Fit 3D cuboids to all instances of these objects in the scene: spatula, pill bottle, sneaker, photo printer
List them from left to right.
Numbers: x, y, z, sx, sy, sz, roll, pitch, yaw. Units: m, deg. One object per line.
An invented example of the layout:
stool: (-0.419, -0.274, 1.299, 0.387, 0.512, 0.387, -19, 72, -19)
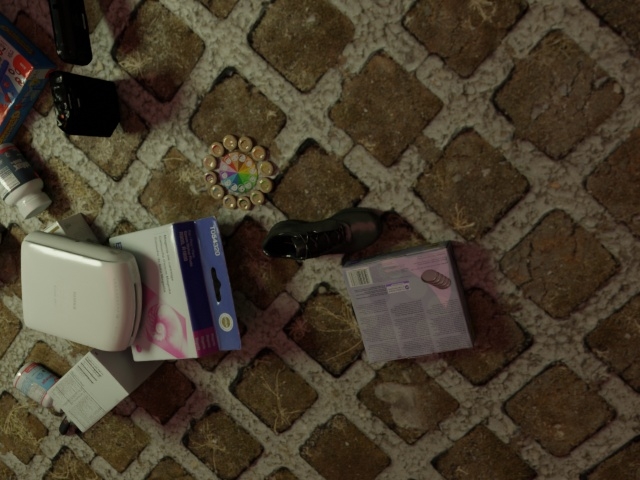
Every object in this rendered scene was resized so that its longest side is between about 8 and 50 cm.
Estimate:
pill bottle: (-0.780, -0.149, 1.724, 0.108, 0.108, 0.180, -35, 95, 24)
pill bottle: (-0.788, 0.422, 1.922, 0.160, 0.087, 0.087, 31, 113, 6)
spatula: (-0.703, 0.496, 1.905, 0.084, 0.030, 0.296, 56, 134, 12)
photo printer: (-0.576, 0.127, 1.638, 0.307, 0.107, 0.256, 13, 110, 17)
sneaker: (0.000, 0.000, 1.516, 0.286, 0.130, 0.109, -12, 101, 19)

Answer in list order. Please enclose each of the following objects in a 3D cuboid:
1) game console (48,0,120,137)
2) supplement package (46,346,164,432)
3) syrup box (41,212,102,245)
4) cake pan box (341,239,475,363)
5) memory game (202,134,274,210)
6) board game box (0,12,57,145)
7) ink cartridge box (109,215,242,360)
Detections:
game console: (-0.545, -0.416, 1.519, 0.043, 0.213, 0.362, -7, 94, 14)
supplement package: (-0.560, 0.355, 1.770, 0.203, 0.194, 0.149, -40, 93, 25)
syrup box: (-0.619, 0.055, 1.747, 0.096, 0.093, 0.237, -31, 96, 24)
cake pan box: (0.197, 0.145, 1.535, 0.266, 0.070, 0.246, -14, 100, 21)
memory game: (-0.195, -0.159, 1.589, 0.186, 0.012, 0.186, 5, 109, 16)
board game box: (-0.861, -0.421, 1.674, 0.308, 0.086, 0.302, 43, 114, 1)
ink cartridge box: (-0.359, 0.124, 1.628, 0.329, 0.071, 0.325, -11, 91, 36)
